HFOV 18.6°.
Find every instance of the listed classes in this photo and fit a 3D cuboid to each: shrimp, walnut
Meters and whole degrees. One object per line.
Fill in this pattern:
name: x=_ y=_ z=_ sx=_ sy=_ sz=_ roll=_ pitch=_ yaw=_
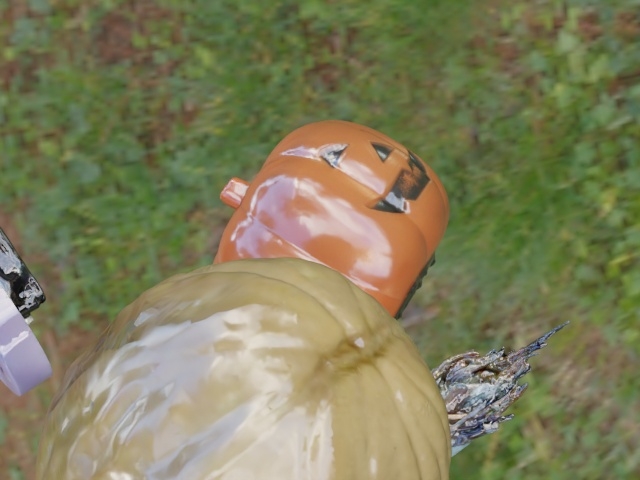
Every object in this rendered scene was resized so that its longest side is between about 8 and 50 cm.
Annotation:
shrimp: x=0.121 y=0.133 z=1.678 sx=0.233 sy=0.090 sz=0.079 roll=-37 pitch=119 yaw=16
walnut: x=-0.047 y=0.130 z=1.085 sx=0.225 sy=0.225 sz=0.261 roll=52 pitch=126 yaw=17

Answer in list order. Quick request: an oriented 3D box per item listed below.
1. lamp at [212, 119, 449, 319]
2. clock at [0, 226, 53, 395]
lamp: x=0.000 y=0.000 z=1.436 sx=0.164 sy=0.187 sz=0.187 roll=28 pitch=117 yaw=4
clock: x=-0.266 y=0.024 z=1.504 sx=0.198 sy=0.064 sz=0.172 roll=57 pitch=166 yaw=-3
